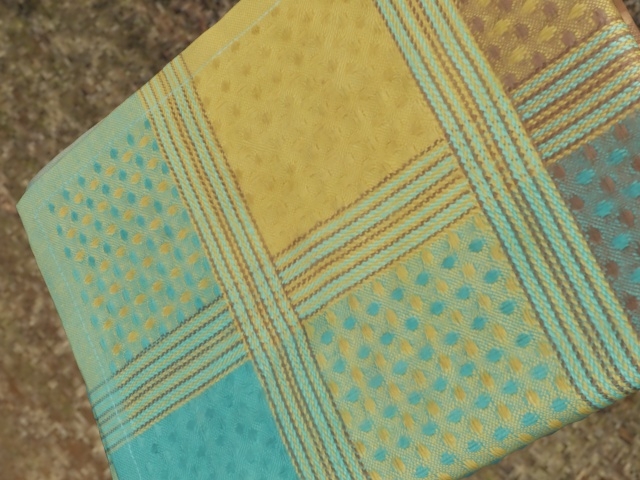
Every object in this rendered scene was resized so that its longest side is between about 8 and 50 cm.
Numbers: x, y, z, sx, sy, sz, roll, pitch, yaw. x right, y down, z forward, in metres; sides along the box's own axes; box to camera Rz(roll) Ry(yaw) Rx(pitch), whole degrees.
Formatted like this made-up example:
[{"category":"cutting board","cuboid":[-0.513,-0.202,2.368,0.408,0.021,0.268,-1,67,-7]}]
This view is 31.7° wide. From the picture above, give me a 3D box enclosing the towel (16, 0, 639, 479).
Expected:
[{"category":"towel","cuboid":[0.000,0.000,0.557,0.370,0.040,0.271,-34,69,33]}]
